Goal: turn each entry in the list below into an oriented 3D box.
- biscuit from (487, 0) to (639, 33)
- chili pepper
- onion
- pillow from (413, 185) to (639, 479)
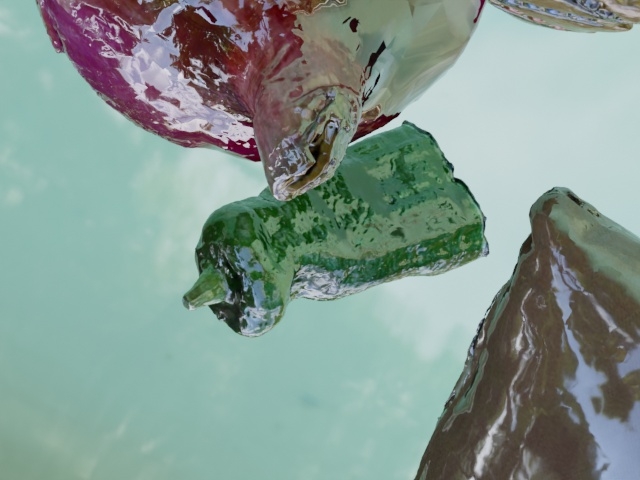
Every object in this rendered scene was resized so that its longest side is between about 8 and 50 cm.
[{"bbox_3d":[0.276,-0.294,1.906,0.278,0.043,0.301,17,176,6],"label":"biscuit"},{"bbox_3d":[0.000,0.000,1.312,0.099,0.270,0.136,-18,95,64],"label":"chili pepper"},{"bbox_3d":[-0.032,-0.174,1.122,0.348,0.385,0.347,-7,137,-6],"label":"onion"},{"bbox_3d":[0.187,0.169,0.820,0.305,0.108,0.308,29,118,12],"label":"pillow"}]
